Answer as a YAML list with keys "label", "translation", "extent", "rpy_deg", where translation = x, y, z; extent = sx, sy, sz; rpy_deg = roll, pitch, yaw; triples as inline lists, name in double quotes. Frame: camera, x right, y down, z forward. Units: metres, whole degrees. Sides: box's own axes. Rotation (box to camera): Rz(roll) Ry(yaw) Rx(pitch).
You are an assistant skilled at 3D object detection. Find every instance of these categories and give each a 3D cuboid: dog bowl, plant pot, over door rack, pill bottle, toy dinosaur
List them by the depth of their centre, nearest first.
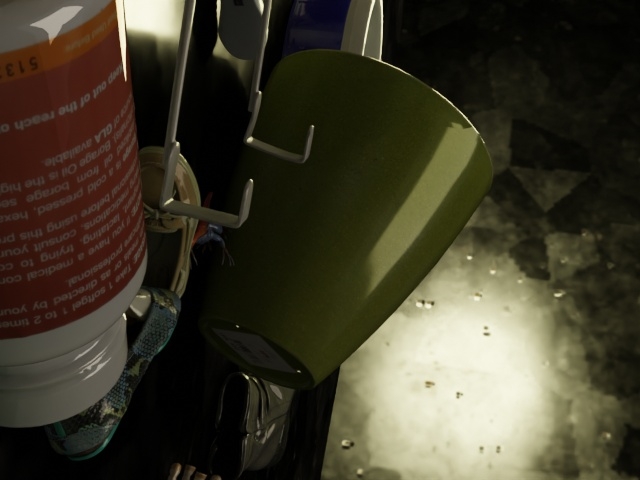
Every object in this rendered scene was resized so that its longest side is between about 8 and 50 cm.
- label: "pill bottle"
  translation: [-0.138, -0.025, 0.473]
  extent: [0.121, 0.121, 0.216]
  rpy_deg: [-73, 168, -51]
- label: "over door rack"
  translation: [-0.079, -0.191, 0.760]
  extent: [0.239, 0.108, 0.324]
  rpy_deg: [-56, 146, -70]
- label: "toy dinosaur"
  translation: [-0.118, -0.005, 1.042]
  extent: [0.090, 0.047, 0.082]
  rpy_deg: [66, 10, 14]
- label: "plant pot"
  translation: [0.000, 0.000, 1.160]
  extent: [0.293, 0.275, 0.274]
  rpy_deg: [-61, 164, -23]
- label: "dog bowl"
  translation: [0.016, -0.216, 1.510]
  extent: [0.265, 0.104, 0.264]
  rpy_deg: [8, 90, -83]

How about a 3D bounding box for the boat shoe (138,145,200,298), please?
- label: "boat shoe"
  translation: [-0.126, -0.002, 0.851]
  extent: [0.048, 0.056, 0.153]
  rpy_deg: [-80, -179, -52]

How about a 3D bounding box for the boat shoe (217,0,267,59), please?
- label: "boat shoe"
  translation: [-0.074, -0.233, 1.035]
  extent: [0.142, 0.049, 0.040]
  rpy_deg: [84, 15, -52]

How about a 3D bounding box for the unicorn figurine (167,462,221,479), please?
- label: "unicorn figurine"
  translation: [-0.135, 0.262, 1.007]
  extent: [0.162, 0.060, 0.111]
  rpy_deg: [93, 18, -73]

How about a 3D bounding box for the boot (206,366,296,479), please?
- label: "boot"
  translation: [-0.075, 0.170, 1.334]
  extent: [0.161, 0.084, 0.246]
  rpy_deg: [33, 63, -75]

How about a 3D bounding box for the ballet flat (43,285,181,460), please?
- label: "ballet flat"
  translation: [-0.146, 0.070, 0.763]
  extent: [0.188, 0.070, 0.070]
  rpy_deg: [-77, 172, -60]
